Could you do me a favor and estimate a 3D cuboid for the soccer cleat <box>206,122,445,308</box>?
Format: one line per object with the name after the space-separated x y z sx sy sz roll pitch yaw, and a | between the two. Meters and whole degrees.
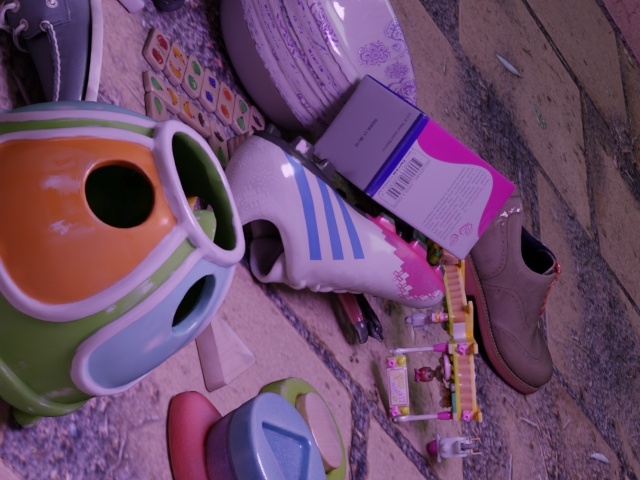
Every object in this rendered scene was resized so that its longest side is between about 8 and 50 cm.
0.002 0.008 2.035 0.331 0.143 0.116 40 -7 -37 | soccer cleat

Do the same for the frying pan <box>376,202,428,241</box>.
0.110 -0.077 2.461 0.326 0.053 0.197 57 23 -50 | frying pan

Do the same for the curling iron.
0.000 0.000 2.161 0.274 0.035 0.068 62 0 5 | curling iron

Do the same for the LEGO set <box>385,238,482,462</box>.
0.125 0.117 2.204 0.132 0.107 0.287 89 -4 -76 | LEGO set

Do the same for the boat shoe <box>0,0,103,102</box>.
-0.258 -0.208 1.749 0.099 0.116 0.319 4 62 -16 | boat shoe

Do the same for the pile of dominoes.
-0.105 -0.120 2.034 0.251 0.040 0.196 38 34 -49 | pile of dominoes

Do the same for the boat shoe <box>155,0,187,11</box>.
-0.165 -0.327 2.115 0.206 0.075 0.065 -89 -170 -57 | boat shoe

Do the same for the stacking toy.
-0.005 0.206 1.803 0.309 0.130 0.279 46 29 -40 | stacking toy

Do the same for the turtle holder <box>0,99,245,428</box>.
-0.174 0.019 1.470 0.320 0.227 0.243 51 20 -49 | turtle holder

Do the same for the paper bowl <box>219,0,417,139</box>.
-0.013 -0.243 2.224 0.284 0.148 0.284 48 27 -35 | paper bowl

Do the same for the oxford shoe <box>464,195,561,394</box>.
0.270 0.079 2.524 0.123 0.130 0.348 -93 160 -45 | oxford shoe

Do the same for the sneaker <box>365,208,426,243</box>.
0.071 -0.014 2.250 0.098 0.083 0.224 52 13 -10 | sneaker

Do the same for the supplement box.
0.109 -0.080 2.133 0.114 0.111 0.220 39 4 41 | supplement box

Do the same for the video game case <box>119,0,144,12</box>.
-0.246 -0.359 1.985 0.190 0.022 0.173 47 29 -39 | video game case
